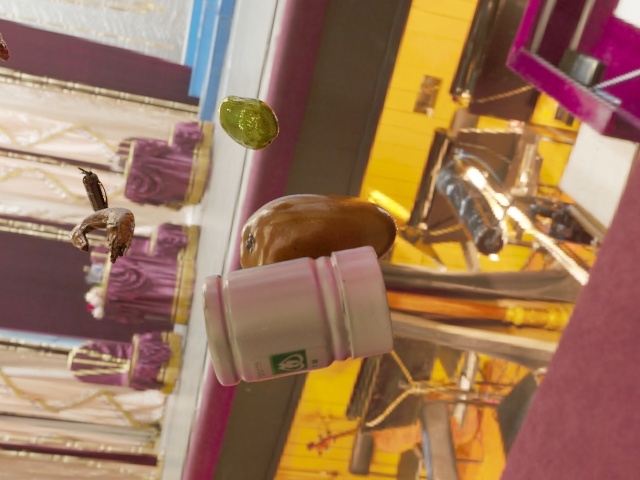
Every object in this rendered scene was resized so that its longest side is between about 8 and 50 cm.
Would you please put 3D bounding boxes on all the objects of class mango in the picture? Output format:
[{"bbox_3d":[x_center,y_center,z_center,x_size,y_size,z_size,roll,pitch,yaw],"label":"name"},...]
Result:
[{"bbox_3d":[0.000,0.000,1.746,0.264,0.378,0.221,123,136,-69],"label":"mango"},{"bbox_3d":[-0.165,-0.269,1.728,0.163,0.089,0.117,22,133,40],"label":"mango"}]

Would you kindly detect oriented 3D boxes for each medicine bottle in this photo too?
[{"bbox_3d":[-0.044,0.139,1.405,0.212,0.325,0.212,168,90,-87],"label":"medicine bottle"}]

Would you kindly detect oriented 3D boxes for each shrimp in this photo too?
[{"bbox_3d":[-0.316,-0.010,1.090,0.162,0.095,0.045,-113,27,-60],"label":"shrimp"}]

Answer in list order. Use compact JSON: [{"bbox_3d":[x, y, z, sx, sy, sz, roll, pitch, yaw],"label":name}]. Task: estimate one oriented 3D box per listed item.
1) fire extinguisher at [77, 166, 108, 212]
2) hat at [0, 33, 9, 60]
[{"bbox_3d":[-0.600,-0.134,2.005,0.158,0.064,0.043,94,-163,-57],"label":"fire extinguisher"},{"bbox_3d":[-0.635,-0.459,1.313,0.237,0.107,0.286,56,172,3],"label":"hat"}]
